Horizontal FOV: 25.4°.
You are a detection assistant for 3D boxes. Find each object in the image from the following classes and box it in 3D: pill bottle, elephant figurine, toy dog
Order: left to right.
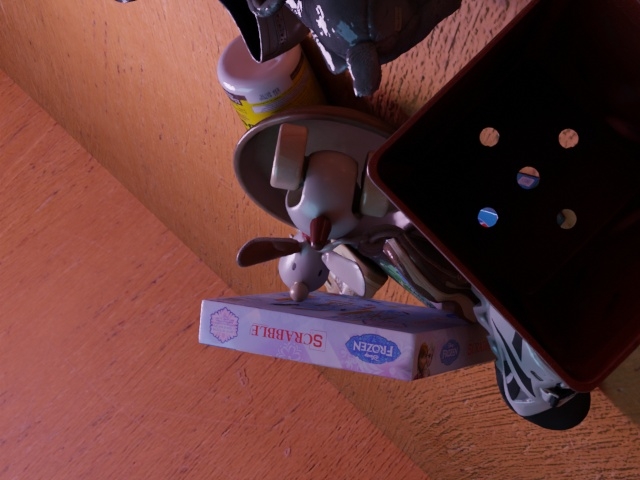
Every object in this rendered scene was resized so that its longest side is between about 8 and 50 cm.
[{"bbox_3d":[-0.049,-0.178,1.917,0.117,0.117,0.215,33,162,40],"label":"pill bottle"},{"bbox_3d":[0.000,0.000,1.835,0.220,0.161,0.334,3,146,17],"label":"toy dog"},{"bbox_3d":[0.015,-0.248,1.403,0.239,0.186,0.169,4,119,54],"label":"elephant figurine"}]

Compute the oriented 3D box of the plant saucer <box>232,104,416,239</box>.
[{"bbox_3d":[0.022,-0.090,1.875,0.277,0.041,0.278,10,148,6],"label":"plant saucer"}]

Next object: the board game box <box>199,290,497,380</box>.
[{"bbox_3d":[0.049,0.125,1.975,0.318,0.066,0.318,8,-176,28],"label":"board game box"}]

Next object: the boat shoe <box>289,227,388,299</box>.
[{"bbox_3d":[0.011,0.027,2.289,0.104,0.089,0.285,31,-172,-27],"label":"boat shoe"}]

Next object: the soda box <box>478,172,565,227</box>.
[{"bbox_3d":[0.192,-0.046,1.707,0.071,0.067,0.210,53,164,-29],"label":"soda box"}]

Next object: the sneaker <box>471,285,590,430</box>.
[{"bbox_3d":[0.308,0.165,1.866,0.146,0.122,0.330,33,162,46],"label":"sneaker"}]

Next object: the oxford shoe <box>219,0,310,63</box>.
[{"bbox_3d":[-0.124,-0.360,1.581,0.364,0.133,0.130,51,166,-20],"label":"oxford shoe"}]

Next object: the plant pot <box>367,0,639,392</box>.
[{"bbox_3d":[0.212,-0.058,1.279,0.267,0.267,0.236,46,178,-3],"label":"plant pot"}]

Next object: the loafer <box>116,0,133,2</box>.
[{"bbox_3d":[-0.321,-0.411,2.181,0.170,0.062,0.061,23,132,49],"label":"loafer"}]

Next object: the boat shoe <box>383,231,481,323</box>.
[{"bbox_3d":[0.169,0.028,1.843,0.095,0.095,0.257,53,-168,28],"label":"boat shoe"}]

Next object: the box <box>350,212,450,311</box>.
[{"bbox_3d":[0.075,-0.036,2.091,0.322,0.058,0.232,40,165,22],"label":"box"}]
